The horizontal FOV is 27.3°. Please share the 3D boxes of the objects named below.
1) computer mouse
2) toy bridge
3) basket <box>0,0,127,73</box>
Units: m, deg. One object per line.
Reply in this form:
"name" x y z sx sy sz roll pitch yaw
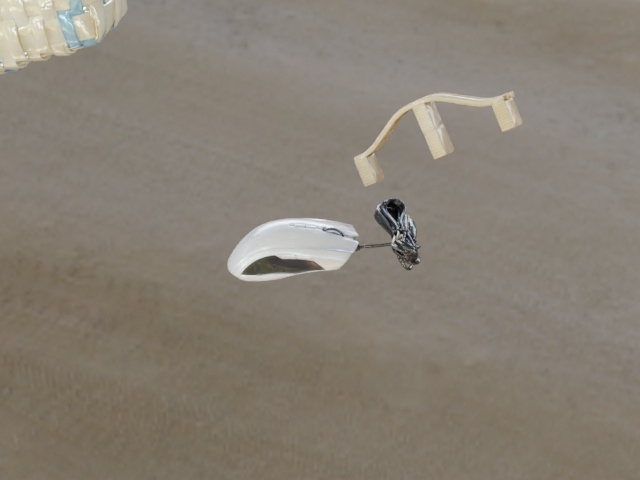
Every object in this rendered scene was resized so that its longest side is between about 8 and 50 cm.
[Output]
"computer mouse" 0.000 0.000 1.295 0.193 0.042 0.106 -8 33 4
"toy bridge" 0.114 -0.114 1.333 0.188 0.063 0.026 -22 4 32
"basket" -0.342 -0.272 1.271 0.288 0.255 0.201 -2 25 5
